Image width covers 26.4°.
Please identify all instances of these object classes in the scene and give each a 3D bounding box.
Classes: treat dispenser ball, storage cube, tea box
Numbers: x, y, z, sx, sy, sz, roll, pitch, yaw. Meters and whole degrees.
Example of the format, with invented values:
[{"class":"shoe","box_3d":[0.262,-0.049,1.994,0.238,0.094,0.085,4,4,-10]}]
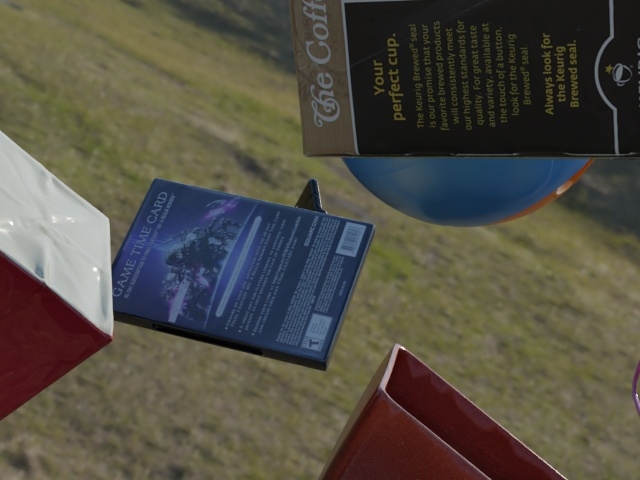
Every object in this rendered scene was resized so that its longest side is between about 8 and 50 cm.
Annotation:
[{"class":"treat dispenser ball","box_3d":[0.141,-0.155,1.304,0.288,0.288,0.288,25,7,-4]},{"class":"storage cube","box_3d":[-0.324,0.038,1.271,0.183,0.193,0.215,44,19,-34]},{"class":"tea box","box_3d":[0.155,-0.233,0.866,0.323,0.329,0.220,2,18,22]}]

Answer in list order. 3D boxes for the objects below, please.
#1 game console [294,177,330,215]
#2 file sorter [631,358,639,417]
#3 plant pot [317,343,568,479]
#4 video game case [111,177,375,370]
[{"class":"game console","box_3d":[0.000,0.000,1.780,0.071,0.122,0.107,14,39,-20]},{"class":"file sorter","box_3d":[0.636,0.219,2.036,0.290,0.182,0.202,12,24,-4]},{"class":"plant pot","box_3d":[0.099,0.296,1.392,0.267,0.236,0.267,40,8,2]},{"class":"video game case","box_3d":[-0.095,0.033,1.544,0.274,0.196,0.026,12,-36,13]}]
